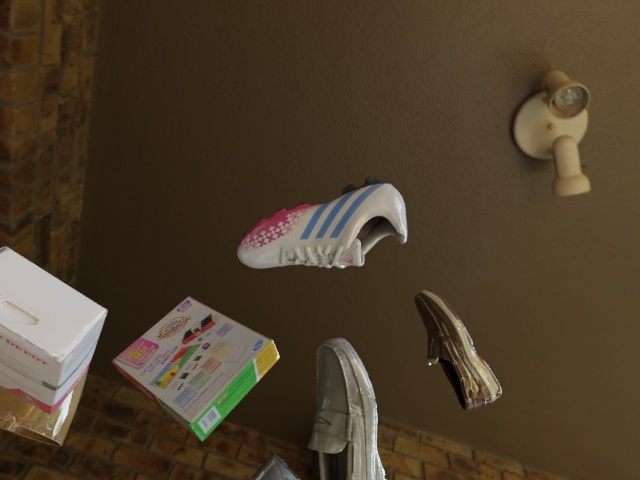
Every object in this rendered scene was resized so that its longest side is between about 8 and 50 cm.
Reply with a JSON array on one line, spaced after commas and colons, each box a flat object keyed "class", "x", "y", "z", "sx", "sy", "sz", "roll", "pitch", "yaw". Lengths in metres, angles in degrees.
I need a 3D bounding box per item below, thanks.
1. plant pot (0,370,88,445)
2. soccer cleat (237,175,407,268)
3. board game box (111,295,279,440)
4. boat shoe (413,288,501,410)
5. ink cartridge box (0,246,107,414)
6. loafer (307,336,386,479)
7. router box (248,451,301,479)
[{"class": "plant pot", "x": -0.685, "y": 0.338, "z": 1.184, "sx": 0.237, "sy": 0.254, "sz": 0.237, "roll": 12, "pitch": -36, "yaw": 9}, {"class": "soccer cleat", "x": 0.000, "y": 0.000, "z": 0.876, "sx": 0.332, "sy": 0.143, "sz": 0.116, "roll": -23, "pitch": -30, "yaw": 11}, {"class": "board game box", "x": -0.289, "y": 0.272, "z": 1.098, "sx": 0.317, "sy": 0.242, "sz": 0.064, "roll": 18, "pitch": -41, "yaw": 38}, {"class": "boat shoe", "x": 0.255, "y": 0.221, "z": 0.975, "sx": 0.095, "sy": 0.257, "sz": 0.095, "roll": -26, "pitch": -24, "yaw": -12}, {"class": "ink cartridge box", "x": -0.400, "y": 0.132, "z": 0.657, "sx": 0.159, "sy": 0.092, "sz": 0.218, "roll": 34, "pitch": -44, "yaw": -6}, {"class": "loafer", "x": 0.034, "y": 0.328, "z": 0.812, "sx": 0.112, "sy": 0.319, "sz": 0.112, "roll": -1, "pitch": -17, "yaw": -35}, {"class": "router box", "x": -0.091, "y": 0.447, "z": 0.828, "sx": 0.092, "sy": 0.122, "sz": 0.038, "roll": 42, "pitch": -18, "yaw": 9}]
